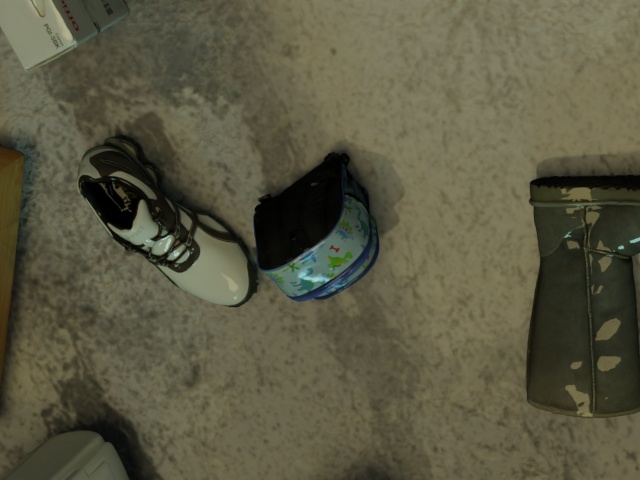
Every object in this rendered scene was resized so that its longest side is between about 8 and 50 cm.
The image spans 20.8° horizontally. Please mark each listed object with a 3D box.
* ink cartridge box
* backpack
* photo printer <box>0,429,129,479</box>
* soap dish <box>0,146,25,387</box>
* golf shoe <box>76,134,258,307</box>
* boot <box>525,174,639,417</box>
[{"bbox_3d":[-0.228,-0.210,1.478,0.056,0.135,0.099,-24,101,20],"label":"ink cartridge box"},{"bbox_3d":[0.000,0.000,1.506,0.105,0.114,0.084,-32,118,19],"label":"backpack"},{"bbox_3d":[-0.237,0.369,1.607,0.107,0.256,0.308,-6,115,36],"label":"photo printer"},{"bbox_3d":[-0.403,0.036,1.612,0.228,0.118,0.291,14,112,8],"label":"soap dish"},{"bbox_3d":[-0.144,-0.002,1.552,0.198,0.094,0.077,41,111,-4],"label":"golf shoe"},{"bbox_3d":[0.260,0.050,1.484,0.189,0.076,0.209,2,102,27],"label":"boot"}]
